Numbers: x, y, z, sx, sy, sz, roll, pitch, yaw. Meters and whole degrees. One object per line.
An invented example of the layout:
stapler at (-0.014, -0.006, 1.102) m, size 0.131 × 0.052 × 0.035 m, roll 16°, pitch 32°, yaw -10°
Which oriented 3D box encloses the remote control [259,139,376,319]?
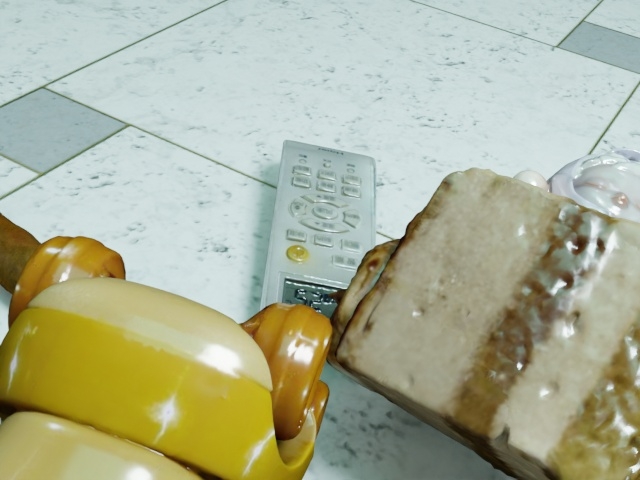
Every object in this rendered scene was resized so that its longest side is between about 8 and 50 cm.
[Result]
remote control at (0.000, 0.000, 0.896) m, size 0.110 × 0.055 × 0.313 m, roll 12°, pitch 41°, yaw -6°

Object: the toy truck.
toy truck at (-0.111, 0.129, 0.543) m, size 0.204 × 0.288 × 0.211 m, roll 18°, pitch 63°, yaw 5°

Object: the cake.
cake at (0.146, 0.072, 0.668) m, size 0.293 × 0.196 × 0.198 m, roll 26°, pitch 80°, yaw 28°

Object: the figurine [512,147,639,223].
figurine at (0.268, 0.011, 0.865) m, size 0.200 × 0.133 × 0.276 m, roll 30°, pitch 46°, yaw 8°

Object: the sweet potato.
sweet potato at (-0.308, 0.003, 0.831) m, size 0.057 × 0.057 × 0.265 m, roll -24°, pitch 46°, yaw -35°
